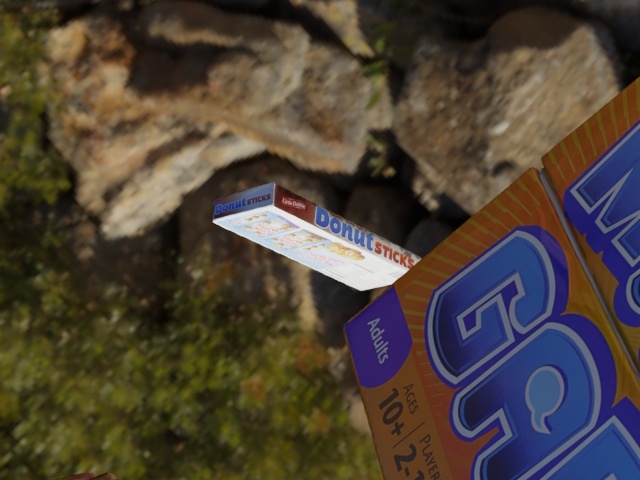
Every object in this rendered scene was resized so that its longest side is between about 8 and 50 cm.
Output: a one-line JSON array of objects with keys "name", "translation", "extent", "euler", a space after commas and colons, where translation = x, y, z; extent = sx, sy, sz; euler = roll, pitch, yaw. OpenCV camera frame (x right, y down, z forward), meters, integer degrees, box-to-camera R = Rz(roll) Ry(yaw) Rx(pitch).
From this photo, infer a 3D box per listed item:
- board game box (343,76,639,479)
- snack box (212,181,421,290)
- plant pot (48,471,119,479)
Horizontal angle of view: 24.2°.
[{"name": "board game box", "translation": [0.287, 0.144, 0.920], "extent": [0.356, 0.356, 0.356], "euler": [-41, 124, 18]}, {"name": "snack box", "translation": [0.000, 0.000, 1.163], "extent": [0.064, 0.022, 0.178], "euler": [-12, 153, 39]}, {"name": "plant pot", "translation": [-0.197, 0.323, 1.055], "extent": [0.272, 0.272, 0.265], "euler": [-16, 95, 44]}]
